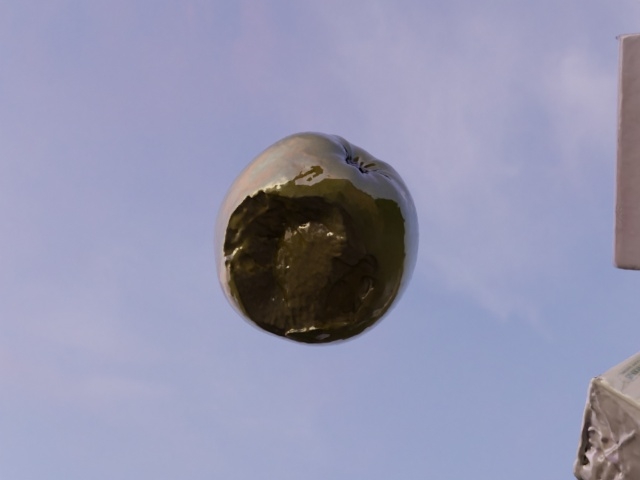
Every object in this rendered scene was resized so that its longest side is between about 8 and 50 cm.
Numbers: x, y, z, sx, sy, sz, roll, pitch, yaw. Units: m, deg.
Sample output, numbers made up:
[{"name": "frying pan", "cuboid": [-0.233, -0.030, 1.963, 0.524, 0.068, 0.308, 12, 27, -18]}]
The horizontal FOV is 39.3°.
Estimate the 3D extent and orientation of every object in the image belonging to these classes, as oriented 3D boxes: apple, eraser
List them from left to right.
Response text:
[{"name": "apple", "cuboid": [0.000, 0.000, 1.166, 0.279, 0.279, 0.279, 6, -44, 6]}, {"name": "eraser", "cuboid": [0.402, -0.109, 1.070, 0.094, 0.174, 0.270, 6, -78, 36]}]

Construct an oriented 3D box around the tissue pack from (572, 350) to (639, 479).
[{"name": "tissue pack", "cuboid": [0.521, 0.217, 1.011, 0.297, 0.380, 0.207, 35, -43, 41]}]
